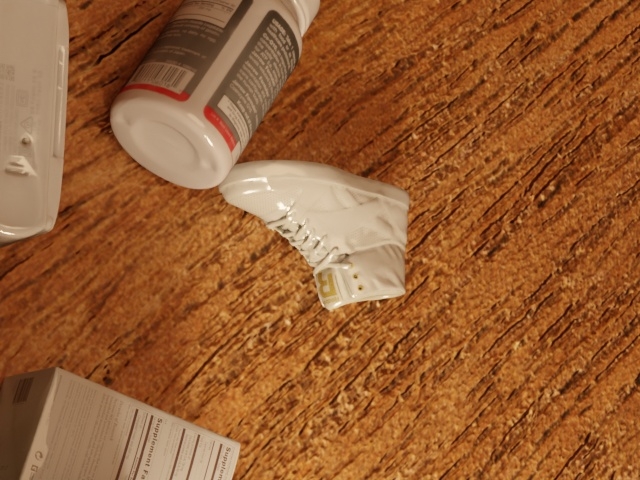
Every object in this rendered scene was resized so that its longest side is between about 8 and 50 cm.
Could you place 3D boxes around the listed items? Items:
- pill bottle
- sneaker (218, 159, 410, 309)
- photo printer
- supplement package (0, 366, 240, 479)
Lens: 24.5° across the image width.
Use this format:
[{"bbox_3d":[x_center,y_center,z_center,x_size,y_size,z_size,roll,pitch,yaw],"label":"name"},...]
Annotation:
[{"bbox_3d":[-0.121,-0.216,1.786,0.161,0.161,0.283,42,59,-21],"label":"pill bottle"},{"bbox_3d":[0.000,0.000,1.861,0.292,0.108,0.169,11,71,-35],"label":"sneaker"},{"bbox_3d":[-0.365,-0.107,1.493,0.107,0.307,0.256,8,78,-33],"label":"photo printer"},{"bbox_3d":[-0.235,0.248,1.618,0.244,0.139,0.134,28,66,-30],"label":"supplement package"}]
